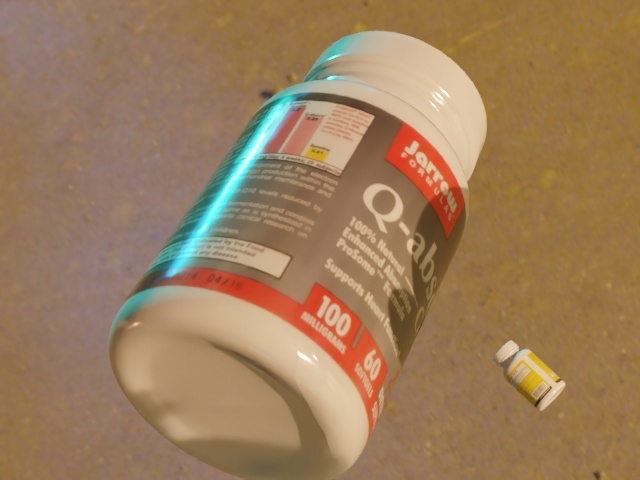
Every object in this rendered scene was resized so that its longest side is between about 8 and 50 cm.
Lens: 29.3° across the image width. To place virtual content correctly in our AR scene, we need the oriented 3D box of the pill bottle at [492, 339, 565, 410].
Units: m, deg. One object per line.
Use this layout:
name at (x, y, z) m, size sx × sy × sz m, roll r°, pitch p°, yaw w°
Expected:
pill bottle at (0.345, 0.222, 2.036) m, size 0.065 × 0.065 × 0.116 m, roll -43°, pitch 71°, yaw -8°

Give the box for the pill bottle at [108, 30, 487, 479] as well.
pill bottle at (0.000, 0.000, 1.001) m, size 0.210 × 0.210 × 0.363 m, roll 1°, pitch 44°, yaw 31°
